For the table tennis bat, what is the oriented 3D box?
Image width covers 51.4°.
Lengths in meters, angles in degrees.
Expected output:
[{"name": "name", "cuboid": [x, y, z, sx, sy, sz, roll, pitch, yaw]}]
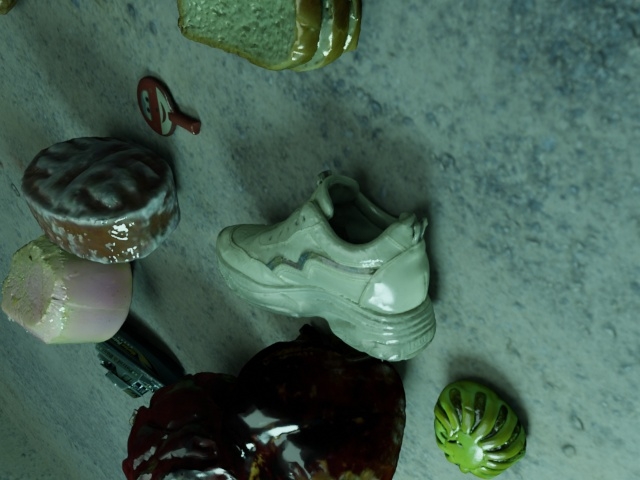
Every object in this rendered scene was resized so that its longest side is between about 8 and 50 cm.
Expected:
[{"name": "table tennis bat", "cuboid": [-0.245, -0.204, 1.059, 0.154, 0.019, 0.098, 30, 135, 32]}]

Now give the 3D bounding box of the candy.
[{"name": "candy", "cuboid": [-0.365, -0.071, 1.117, 0.289, 0.214, 0.157, 26, 139, 32]}]

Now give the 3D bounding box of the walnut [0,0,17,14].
[{"name": "walnut", "cuboid": [-0.588, -0.451, 1.190, 0.096, 0.082, 0.079, 67, 168, -15]}]

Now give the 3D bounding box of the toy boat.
[{"name": "toy boat", "cuboid": [-0.419, 0.277, 1.495, 0.296, 0.122, 0.114, 33, 161, 22]}]

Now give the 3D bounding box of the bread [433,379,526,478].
[{"name": "bread", "cuboid": [0.204, 0.255, 0.879, 0.130, 0.071, 0.139, 35, 137, 17]}]

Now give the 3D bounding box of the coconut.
[{"name": "coconut", "cuboid": [-0.497, 0.097, 1.359, 0.233, 0.245, 0.233, -3, 85, 32]}]

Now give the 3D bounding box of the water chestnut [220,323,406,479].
[{"name": "water chestnut", "cuboid": [-0.010, 0.263, 0.975, 0.289, 0.244, 0.289, 18, 124, 29]}]

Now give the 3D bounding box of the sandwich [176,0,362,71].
[{"name": "sandwich", "cuboid": [-0.070, -0.336, 0.717, 0.254, 0.099, 0.288, 27, 134, 39]}]

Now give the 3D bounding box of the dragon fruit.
[{"name": "dragon fruit", "cuboid": [-0.198, 0.390, 1.196, 0.329, 0.329, 0.329, 26, 133, 32]}]

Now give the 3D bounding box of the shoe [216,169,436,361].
[{"name": "shoe", "cuboid": [0.000, 0.000, 0.870, 0.342, 0.132, 0.210, 20, 126, 31]}]
